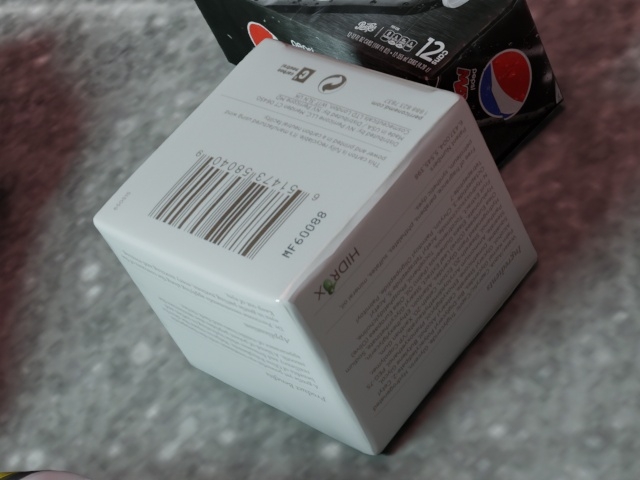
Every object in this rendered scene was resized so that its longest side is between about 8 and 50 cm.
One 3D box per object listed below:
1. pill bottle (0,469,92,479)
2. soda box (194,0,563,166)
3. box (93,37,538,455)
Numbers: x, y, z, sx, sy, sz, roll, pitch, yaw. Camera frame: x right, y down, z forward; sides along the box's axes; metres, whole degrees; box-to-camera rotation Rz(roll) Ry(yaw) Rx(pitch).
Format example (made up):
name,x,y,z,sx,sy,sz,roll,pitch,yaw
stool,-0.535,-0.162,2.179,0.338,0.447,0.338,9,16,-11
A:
name,x,y,z,sx,sy,sz,roll,pitch,yaw
pill bottle,-0.151,0.129,0.591,0.184,0.103,0.103,-7,45,25
soda box,0.016,-0.085,0.744,0.053,0.060,0.169,-43,42,-16
box,0.000,0.000,0.646,0.101,0.087,0.102,21,61,43
